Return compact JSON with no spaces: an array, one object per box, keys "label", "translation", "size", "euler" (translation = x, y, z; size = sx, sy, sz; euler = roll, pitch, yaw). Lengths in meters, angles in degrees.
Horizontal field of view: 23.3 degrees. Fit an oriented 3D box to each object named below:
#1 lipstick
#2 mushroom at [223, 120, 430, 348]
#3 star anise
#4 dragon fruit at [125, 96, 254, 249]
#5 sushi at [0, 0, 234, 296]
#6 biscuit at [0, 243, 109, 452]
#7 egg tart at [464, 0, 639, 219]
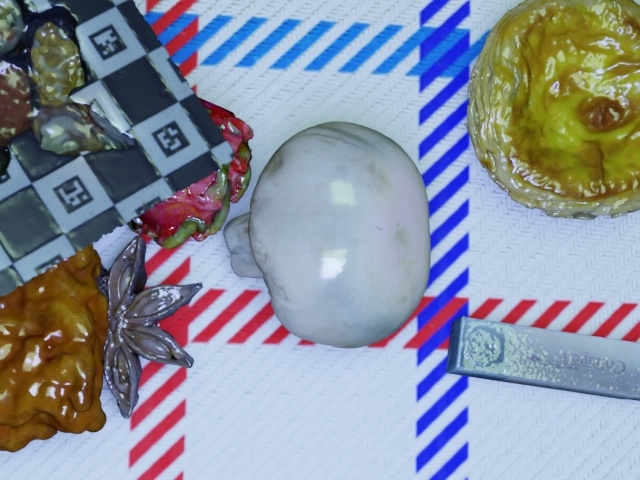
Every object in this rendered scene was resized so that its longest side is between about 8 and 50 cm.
[{"label":"lipstick","translation":[0.311,0.146,1.826],"size":[0.317,0.068,0.066],"euler":[9,80,-6]},{"label":"mushroom","translation":[0.000,0.000,1.759],"size":[0.260,0.234,0.254],"euler":[-52,126,-48]},{"label":"star anise","translation":[-0.213,0.098,1.757],"size":[0.172,0.063,0.208],"euler":[2,80,16]},{"label":"dragon fruit","translation":[-0.165,-0.079,1.760],"size":[0.166,0.160,0.172],"euler":[24,92,21]},{"label":"sushi","translation":[-0.331,-0.135,1.643],"size":[0.359,0.064,0.343],"euler":[-32,87,-23]},{"label":"biscuit","translation":[-0.389,0.077,1.704],"size":[0.312,0.110,0.318],"euler":[-5,72,5]},{"label":"egg tart","translation":[0.307,-0.157,1.852],"size":[0.295,0.116,0.294],"euler":[1,78,-6]}]
